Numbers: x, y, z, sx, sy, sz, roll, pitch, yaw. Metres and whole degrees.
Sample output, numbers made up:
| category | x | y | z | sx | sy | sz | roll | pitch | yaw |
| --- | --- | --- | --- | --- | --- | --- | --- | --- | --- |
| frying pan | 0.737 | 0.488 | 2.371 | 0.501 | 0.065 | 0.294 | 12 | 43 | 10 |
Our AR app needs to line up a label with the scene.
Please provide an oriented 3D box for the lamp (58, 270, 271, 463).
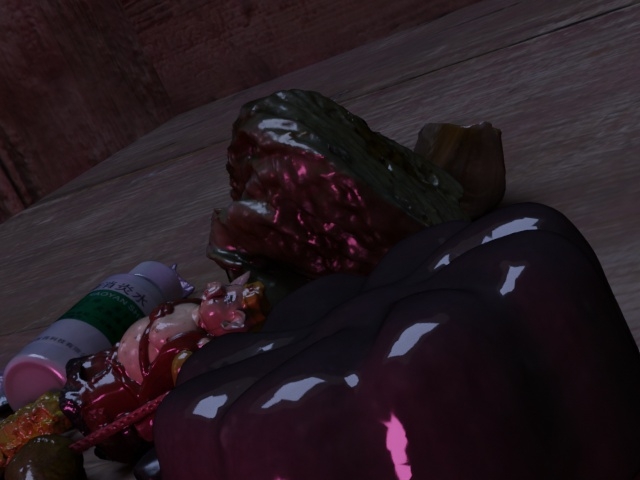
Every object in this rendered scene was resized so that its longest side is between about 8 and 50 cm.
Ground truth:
| category | x | y | z | sx | sy | sz | roll | pitch | yaw |
| --- | --- | --- | --- | --- | --- | --- | --- | --- | --- |
| lamp | -0.102 | 0.097 | 1.282 | 0.253 | 0.118 | 0.118 | -29 | 11 | 19 |

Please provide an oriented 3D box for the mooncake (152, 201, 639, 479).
| category | x | y | z | sx | sy | sz | roll | pitch | yaw |
| --- | --- | --- | --- | --- | --- | --- | --- | --- | --- |
| mooncake | 0.047 | 0.100 | 0.916 | 0.306 | 0.154 | 0.306 | -24 | 10 | 5 |

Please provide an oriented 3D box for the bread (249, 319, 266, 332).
| category | x | y | z | sx | sy | sz | roll | pitch | yaw |
| --- | --- | --- | --- | --- | --- | --- | --- | --- | --- |
| bread | -0.062 | 0.089 | 1.448 | 0.090 | 0.035 | 0.094 | -16 | 16 | 40 |

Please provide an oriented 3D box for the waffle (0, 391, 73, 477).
| category | x | y | z | sx | sy | sz | roll | pitch | yaw |
| --- | --- | --- | --- | --- | --- | --- | --- | --- | --- |
| waffle | -0.317 | 0.209 | 1.424 | 0.194 | 0.051 | 0.149 | -31 | 5 | -13 |

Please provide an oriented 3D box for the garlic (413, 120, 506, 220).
| category | x | y | z | sx | sy | sz | roll | pitch | yaw |
| --- | --- | --- | --- | --- | --- | --- | --- | --- | --- |
| garlic | 0.138 | -0.069 | 1.533 | 0.086 | 0.101 | 0.195 | 4 | 2 | -8 |

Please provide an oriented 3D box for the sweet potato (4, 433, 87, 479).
| category | x | y | z | sx | sy | sz | roll | pitch | yaw |
| --- | --- | --- | --- | --- | --- | --- | --- | --- | --- |
| sweet potato | -0.235 | 0.194 | 1.314 | 0.068 | 0.068 | 0.226 | -26 | 10 | 3 |

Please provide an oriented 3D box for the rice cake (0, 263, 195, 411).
| category | x | y | z | sx | sy | sz | roll | pitch | yaw |
| --- | --- | --- | --- | --- | --- | --- | --- | --- | --- |
| rice cake | -0.273 | 0.113 | 1.750 | 0.290 | 0.051 | 0.081 | -32 | 13 | -20 |

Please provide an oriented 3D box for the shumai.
| category | x | y | z | sx | sy | sz | roll | pitch | yaw |
| --- | --- | --- | --- | --- | --- | --- | --- | --- | --- |
| shumai | 0.001 | -0.002 | 1.337 | 0.218 | 0.255 | 0.189 | -44 | 32 | 25 |

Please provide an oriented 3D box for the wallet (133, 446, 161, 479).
| category | x | y | z | sx | sy | sz | roll | pitch | yaw |
| --- | --- | --- | --- | --- | --- | --- | --- | --- | --- |
| wallet | -0.033 | 0.122 | 1.164 | 0.229 | 0.049 | 0.182 | -31 | 1 | 1 |

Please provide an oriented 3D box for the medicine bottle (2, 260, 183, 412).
| category | x | y | z | sx | sy | sz | roll | pitch | yaw |
| --- | --- | --- | --- | --- | --- | --- | --- | --- | --- |
| medicine bottle | -0.234 | 0.105 | 1.608 | 0.095 | 0.095 | 0.260 | -20 | 13 | 29 |
